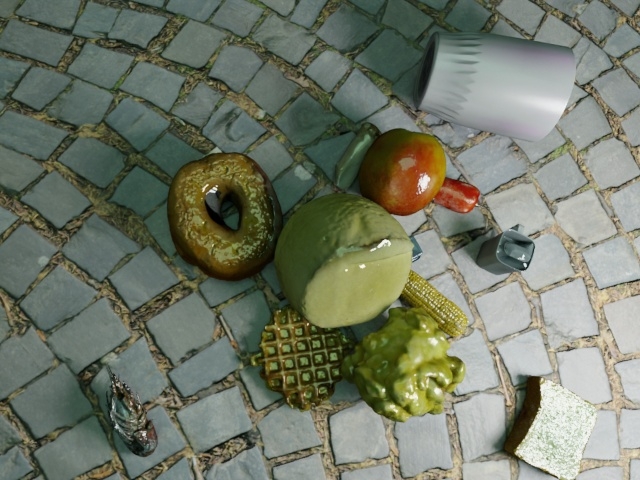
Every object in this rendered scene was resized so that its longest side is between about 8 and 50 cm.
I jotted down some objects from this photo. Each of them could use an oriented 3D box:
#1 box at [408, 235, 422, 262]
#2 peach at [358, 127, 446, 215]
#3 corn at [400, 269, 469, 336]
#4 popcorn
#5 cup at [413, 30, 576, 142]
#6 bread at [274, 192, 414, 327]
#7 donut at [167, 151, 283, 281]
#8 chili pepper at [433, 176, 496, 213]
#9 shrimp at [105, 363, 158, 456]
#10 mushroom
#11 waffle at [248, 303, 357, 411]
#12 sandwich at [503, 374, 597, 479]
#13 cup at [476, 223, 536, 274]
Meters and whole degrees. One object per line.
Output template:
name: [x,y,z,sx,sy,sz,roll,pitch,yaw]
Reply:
box: [0.219,0.031,1.177,0.099,0.054,0.074,-27,81,-11]
peach: [0.204,-0.172,1.130,0.231,0.231,0.230,1,78,-6]
corn: [0.284,0.159,1.146,0.238,0.080,0.080,42,77,6]
popcorn: [0.193,0.301,1.033,0.250,0.234,0.242,-32,61,-21]
cup: [0.460,-0.422,1.198,0.372,0.253,0.253,10,77,-3]
bread: [0.054,0.044,1.051,0.321,0.237,0.320,-10,124,-15]
donut: [-0.232,-0.064,1.097,0.317,0.150,0.299,37,74,2]
chili pepper: [0.391,-0.116,1.214,0.192,0.084,0.086,18,93,2]
shrimp: [-0.442,0.388,1.007,0.079,0.090,0.232,-22,93,23]
mushroom: [0.099,-0.224,1.211,0.084,0.071,0.209,40,78,-29]
waffle: [-0.044,0.281,1.100,0.238,0.058,0.243,33,74,4]
sandwich: [0.583,0.475,1.122,0.186,0.065,0.214,30,77,0]
cup: [0.492,0.021,1.172,0.095,0.129,0.128,25,77,-2]
